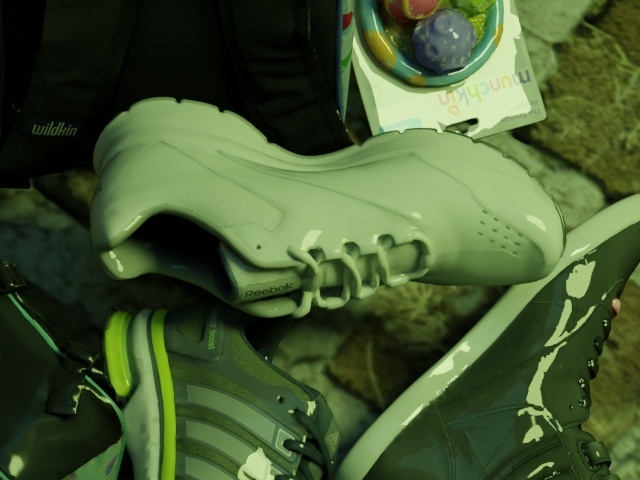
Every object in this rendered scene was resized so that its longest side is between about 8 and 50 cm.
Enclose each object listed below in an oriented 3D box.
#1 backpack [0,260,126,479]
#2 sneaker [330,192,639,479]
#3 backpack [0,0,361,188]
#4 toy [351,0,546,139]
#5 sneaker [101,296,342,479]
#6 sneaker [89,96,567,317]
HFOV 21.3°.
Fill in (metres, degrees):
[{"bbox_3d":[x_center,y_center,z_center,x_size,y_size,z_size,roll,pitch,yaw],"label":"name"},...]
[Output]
[{"bbox_3d":[-0.197,0.116,0.966,0.144,0.188,0.166,-41,70,-21],"label":"backpack"},{"bbox_3d":[0.154,0.103,1.081,0.147,0.104,0.296,41,68,13],"label":"sneaker"},{"bbox_3d":[-0.092,-0.172,1.108,0.276,0.263,0.213,-1,59,-9],"label":"backpack"},{"bbox_3d":[0.078,-0.186,1.207,0.137,0.056,0.237,-17,90,-17],"label":"toy"},{"bbox_3d":[-0.041,0.145,0.985,0.121,0.111,0.300,-21,57,2],"label":"sneaker"},{"bbox_3d":[0.000,0.000,1.034,0.297,0.111,0.129,5,40,4],"label":"sneaker"}]
